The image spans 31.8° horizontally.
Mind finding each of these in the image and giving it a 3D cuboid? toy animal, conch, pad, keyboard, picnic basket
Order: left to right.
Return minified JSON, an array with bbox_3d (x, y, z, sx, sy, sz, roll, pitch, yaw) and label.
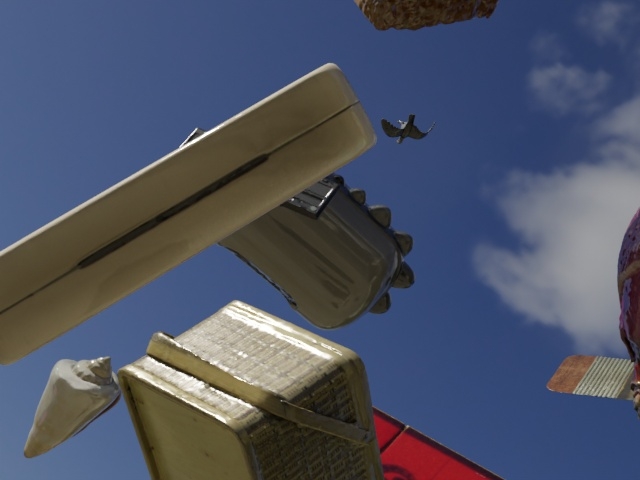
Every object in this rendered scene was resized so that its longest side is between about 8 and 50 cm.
[{"bbox_3d":[-0.323,0.222,1.483,0.094,0.176,0.104,22,12,-3],"label":"conch"},{"bbox_3d":[-0.077,-0.079,1.310,0.198,0.064,0.010,23,-38,17],"label":"keyboard"},{"bbox_3d":[-0.031,0.124,0.604,0.115,0.079,0.164,18,-51,44],"label":"picnic basket"},{"bbox_3d":[0.117,-0.155,1.574,0.084,0.028,0.050,1,-19,-20],"label":"toy animal"},{"bbox_3d":[0.596,0.208,2.167,0.250,0.323,0.055,2,-51,30],"label":"pad"}]

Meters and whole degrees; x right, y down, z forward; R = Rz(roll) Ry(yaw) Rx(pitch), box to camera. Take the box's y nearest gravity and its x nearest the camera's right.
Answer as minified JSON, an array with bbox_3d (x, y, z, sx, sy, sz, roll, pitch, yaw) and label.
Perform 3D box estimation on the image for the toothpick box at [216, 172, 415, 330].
[{"bbox_3d":[0.000,0.000,1.789,0.316,0.229,0.229,41,-30,-7],"label":"toothpick box"}]

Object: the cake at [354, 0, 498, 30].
[{"bbox_3d":[0.106,-0.428,1.452,0.293,0.196,0.199,57,-29,38],"label":"cake"}]

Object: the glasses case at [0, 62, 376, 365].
[{"bbox_3d":[-0.121,-0.023,0.892,0.076,0.336,0.144,60,-9,-6],"label":"glasses case"}]

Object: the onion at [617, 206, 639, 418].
[{"bbox_3d":[0.444,0.038,1.390,0.267,0.349,0.159,29,12,-49],"label":"onion"}]

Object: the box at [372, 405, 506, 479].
[{"bbox_3d":[0.075,0.250,1.022,0.239,0.153,0.074,25,-47,27],"label":"box"}]
